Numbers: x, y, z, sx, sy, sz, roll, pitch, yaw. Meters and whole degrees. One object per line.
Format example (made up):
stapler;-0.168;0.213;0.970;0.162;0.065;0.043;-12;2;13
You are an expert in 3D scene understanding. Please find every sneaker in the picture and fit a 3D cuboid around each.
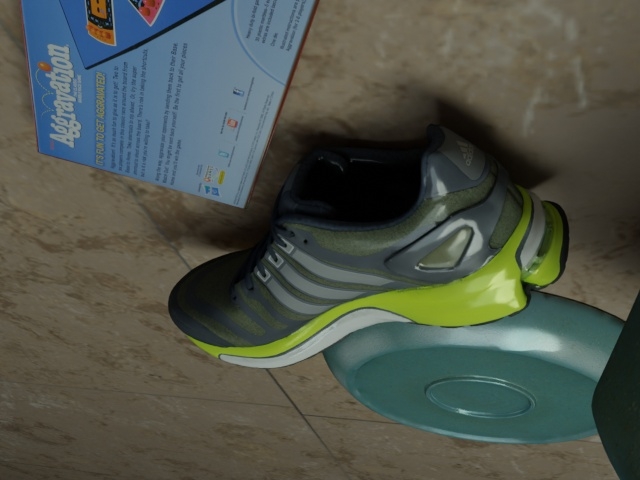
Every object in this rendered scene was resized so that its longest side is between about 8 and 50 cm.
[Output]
sneaker;0.000;0.000;0.512;0.300;0.111;0.121;-19;129;34

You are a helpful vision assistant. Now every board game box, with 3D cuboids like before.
board game box;-0.082;-0.112;0.403;0.145;0.027;0.281;15;150;-9

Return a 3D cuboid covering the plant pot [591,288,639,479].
plant pot;0.294;0.081;0.388;0.248;0.247;0.252;27;176;-23

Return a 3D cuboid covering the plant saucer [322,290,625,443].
plant saucer;0.152;0.134;0.732;0.318;0.043;0.317;9;150;5
